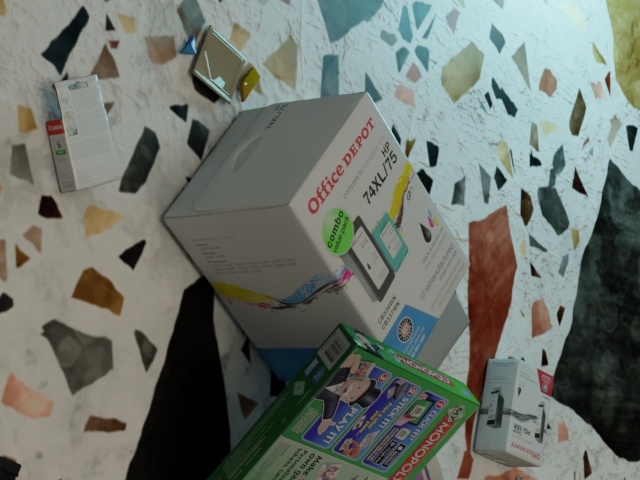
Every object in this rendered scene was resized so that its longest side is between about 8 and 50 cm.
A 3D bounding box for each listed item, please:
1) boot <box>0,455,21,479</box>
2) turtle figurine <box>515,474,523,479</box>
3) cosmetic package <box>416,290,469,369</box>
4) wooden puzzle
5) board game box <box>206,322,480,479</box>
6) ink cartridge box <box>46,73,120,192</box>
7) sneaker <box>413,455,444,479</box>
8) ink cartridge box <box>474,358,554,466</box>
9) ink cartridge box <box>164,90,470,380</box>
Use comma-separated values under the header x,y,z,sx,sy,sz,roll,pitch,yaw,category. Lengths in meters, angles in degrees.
x,y,z,sx,sy,sz,roll,pitch,yaw,category
-0.343,0.246,1.463,0.121,0.045,0.099,33,66,-43,boot
0.372,0.512,2.143,0.266,0.198,0.275,40,62,-44,turtle figurine
0.077,0.130,1.910,0.238,0.107,0.127,-51,123,-42,cosmetic package
-0.118,-0.203,1.779,0.116,0.014,0.078,46,50,-36,wooden puzzle
0.002,0.253,1.697,0.213,0.046,0.317,28,107,-41,board game box
-0.252,-0.112,1.605,0.063,0.029,0.115,-19,100,-47,ink cartridge box
0.086,0.365,1.922,0.161,0.102,0.282,-33,127,-15,sneaker
0.274,0.244,2.156,0.099,0.056,0.135,28,66,-45,ink cartridge box
0.000,0.000,1.756,0.270,0.197,0.198,56,49,-30,ink cartridge box
